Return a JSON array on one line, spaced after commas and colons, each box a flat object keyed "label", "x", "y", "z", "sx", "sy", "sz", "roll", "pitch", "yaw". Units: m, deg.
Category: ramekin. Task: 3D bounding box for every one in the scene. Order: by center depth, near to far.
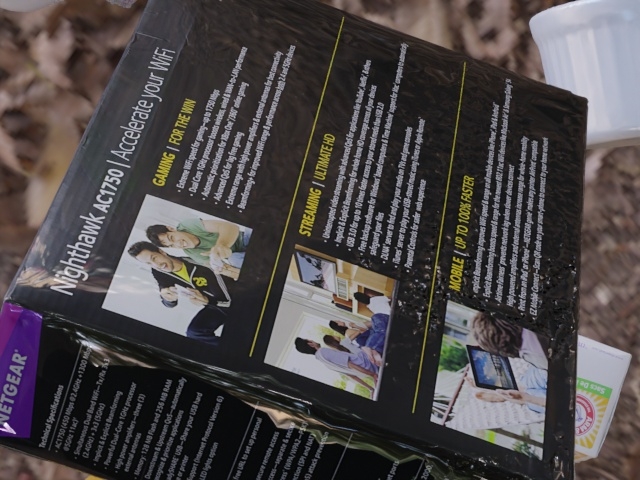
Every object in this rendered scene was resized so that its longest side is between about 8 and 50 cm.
[{"label": "ramekin", "x": 0.348, "y": -0.169, "z": 1.774, "sx": 0.277, "sy": 0.277, "sz": 0.135, "roll": -7, "pitch": 89, "yaw": 22}]

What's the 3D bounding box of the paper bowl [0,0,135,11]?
[{"label": "paper bowl", "x": -0.209, "y": -0.257, "z": 1.148, "sx": 0.148, "sy": 0.284, "sz": 0.284, "roll": -45, "pitch": 62, "yaw": 8}]

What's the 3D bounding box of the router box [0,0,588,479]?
[{"label": "router box", "x": 0.000, "y": 0.000, "z": 0.475, "sx": 0.133, "sy": 0.179, "sz": 0.046, "roll": 20, "pitch": 125, "yaw": -4}]

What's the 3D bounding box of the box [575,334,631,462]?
[{"label": "box", "x": 0.175, "y": 0.125, "z": 1.713, "sx": 0.203, "sy": 0.114, "sz": 0.103, "roll": 21, "pitch": 81, "yaw": 1}]

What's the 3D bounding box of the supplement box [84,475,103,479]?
[{"label": "supplement box", "x": -0.056, "y": 0.127, "z": 0.672, "sx": 0.078, "sy": 0.233, "sz": 0.080, "roll": -1, "pitch": 113, "yaw": 28}]
